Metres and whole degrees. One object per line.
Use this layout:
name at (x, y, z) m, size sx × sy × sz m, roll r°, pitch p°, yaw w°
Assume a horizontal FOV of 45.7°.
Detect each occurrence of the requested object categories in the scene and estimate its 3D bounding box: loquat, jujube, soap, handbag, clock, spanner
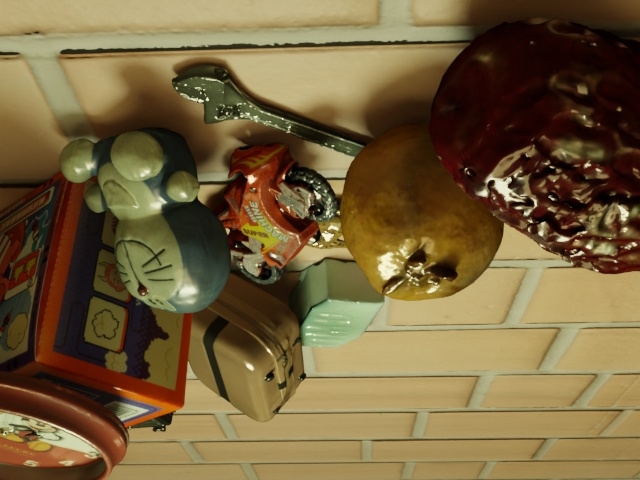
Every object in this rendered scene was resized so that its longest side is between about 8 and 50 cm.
loquat at (0.132, -0.036, 0.989) m, size 0.193 × 0.238 × 0.238 m, roll -18°, pitch 146°, yaw 35°
jujube at (0.306, -0.103, 0.859) m, size 0.376 × 0.258 × 0.258 m, roll 21°, pitch 144°, yaw -35°
soap at (0.021, 0.126, 1.418) m, size 0.145 × 0.091 × 0.230 m, roll 7°, pitch 148°, yaw -10°
handbag at (-0.170, 0.185, 1.418) m, size 0.283 × 0.149 × 0.302 m, roll 32°, pitch 154°, yaw 20°
clock at (-0.414, 0.246, 1.009) m, size 0.318 × 0.080 × 0.318 m, roll 4°, pitch 142°, yaw 3°
spanner at (-0.042, -0.156, 0.997) m, size 0.325 × 0.026 × 0.093 m, roll 15°, pitch 146°, yaw -28°

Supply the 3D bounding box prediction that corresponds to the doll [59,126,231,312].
doll at (-0.221, -0.023, 1.014) m, size 0.228 × 0.258 × 0.154 m, roll -3°, pitch -167°, yaw 41°

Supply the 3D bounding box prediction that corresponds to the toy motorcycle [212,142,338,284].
toy motorcycle at (-0.076, -0.042, 1.085) m, size 0.171 × 0.089 × 0.298 m, roll 41°, pitch 145°, yaw -1°

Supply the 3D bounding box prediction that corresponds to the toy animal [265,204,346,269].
toy animal at (-0.003, -0.004, 1.227) m, size 0.275 × 0.054 × 0.149 m, roll -10°, pitch 152°, yaw 12°

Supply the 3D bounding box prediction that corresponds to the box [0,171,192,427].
box at (-0.400, 0.119, 1.177) m, size 0.348 × 0.319 × 0.257 m, roll -24°, pitch 143°, yaw 36°

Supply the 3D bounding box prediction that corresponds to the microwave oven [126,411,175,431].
microwave oven at (-0.426, 0.297, 1.629) m, size 0.188 × 0.178 × 0.247 m, roll -4°, pitch 150°, yaw 12°
